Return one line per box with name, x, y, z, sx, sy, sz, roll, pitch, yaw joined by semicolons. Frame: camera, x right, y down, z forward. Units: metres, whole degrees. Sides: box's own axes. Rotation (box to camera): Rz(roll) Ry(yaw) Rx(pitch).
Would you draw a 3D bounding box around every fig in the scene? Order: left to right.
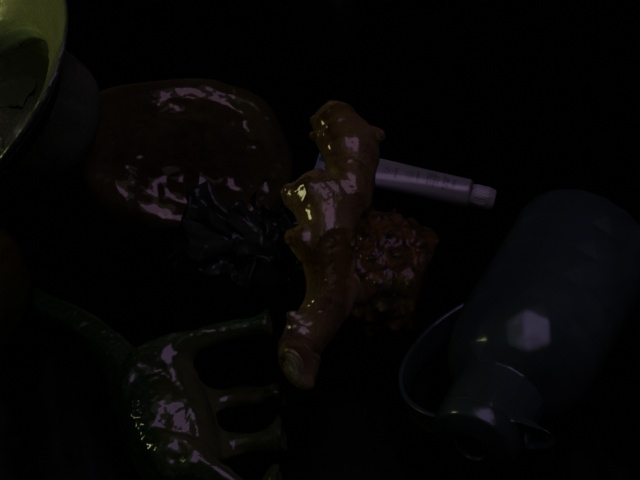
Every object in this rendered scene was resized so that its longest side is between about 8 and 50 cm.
fig;-0.351;0.082;1.242;0.151;0.151;0.259;24;53;9

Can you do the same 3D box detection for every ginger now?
ginger;0.000;0.000;1.291;0.089;0.075;0.288;15;66;-5

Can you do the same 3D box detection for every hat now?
hat;-0.287;-0.126;1.424;0.130;0.257;0.257;32;33;-42

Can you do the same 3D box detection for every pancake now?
pancake;-0.138;-0.098;1.503;0.242;0.050;0.242;7;48;-8

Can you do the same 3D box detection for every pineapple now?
pineapple;-0.017;0.012;1.385;0.248;0.128;0.128;14;48;5

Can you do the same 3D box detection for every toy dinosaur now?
toy dinosaur;-0.181;0.155;1.261;0.301;0.087;0.447;-5;57;5

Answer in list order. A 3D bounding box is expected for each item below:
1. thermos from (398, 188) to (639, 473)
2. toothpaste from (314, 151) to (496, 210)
thermos;0.182;0.087;1.356;0.182;0.145;0.286;4;40;36
toothpaste;0.089;-0.063;1.536;0.190;0.031;0.048;13;51;4
